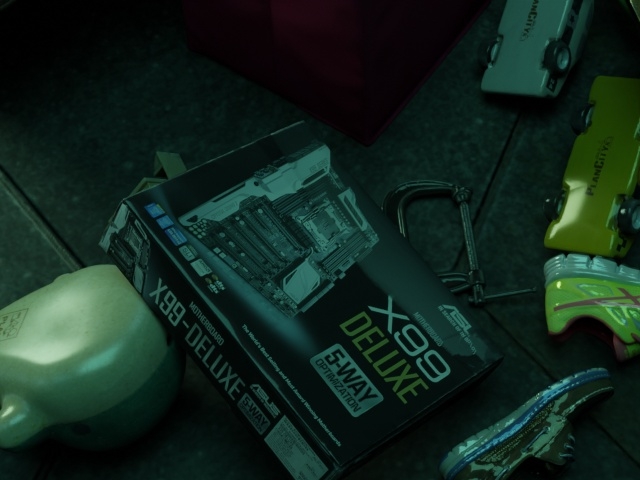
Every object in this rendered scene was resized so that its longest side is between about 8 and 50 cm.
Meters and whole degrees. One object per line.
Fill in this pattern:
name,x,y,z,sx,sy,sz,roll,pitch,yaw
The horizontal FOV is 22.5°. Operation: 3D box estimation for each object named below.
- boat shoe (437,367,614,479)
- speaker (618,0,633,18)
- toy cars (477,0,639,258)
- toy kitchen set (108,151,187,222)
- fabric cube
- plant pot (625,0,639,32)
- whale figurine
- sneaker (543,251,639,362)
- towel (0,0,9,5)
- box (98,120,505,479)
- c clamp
boat shoe,0.201,0.186,1.475,0.183,0.066,0.066,-32,66,-6
speaker,0.440,-0.342,1.673,0.296,0.131,0.131,-33,53,28
toy cars,0.272,-0.146,1.659,0.176,0.087,0.394,-34,53,23
toy kitchen set,-0.167,-0.042,1.647,0.083,0.075,0.068,3,50,-44
fabric cube,0.016,-0.310,1.676,0.259,0.258,0.254,29,64,19
plant pot,0.442,-0.227,1.560,0.254,0.237,0.237,-26,58,11
whale figurine,-0.251,0.127,1.503,0.272,0.141,0.216,-12,38,21
sneaker,0.312,0.077,1.533,0.208,0.081,0.094,7,65,15
towel,-0.283,-0.292,1.718,0.329,0.237,0.037,-33,102,-17
box,-0.014,0.056,1.466,0.242,0.076,0.307,-27,71,-42
c clamp,0.131,0.001,1.617,0.137,0.022,0.161,-13,60,0
